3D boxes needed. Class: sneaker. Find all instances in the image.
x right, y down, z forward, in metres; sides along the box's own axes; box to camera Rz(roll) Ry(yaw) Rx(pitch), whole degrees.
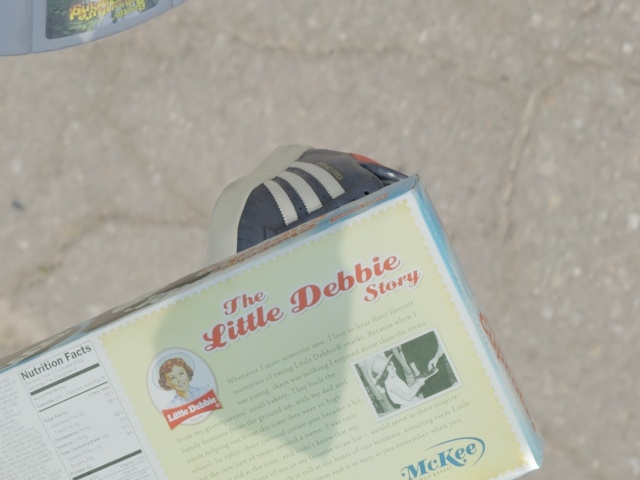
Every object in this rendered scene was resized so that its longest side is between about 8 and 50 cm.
[{"bbox_3d":[0.000,0.000,1.743,0.148,0.350,0.131,7,115,12],"label":"sneaker"}]

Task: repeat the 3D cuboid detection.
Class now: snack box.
[{"bbox_3d":[-0.047,0.109,1.218,0.322,0.060,0.187,-24,98,11],"label":"snack box"}]

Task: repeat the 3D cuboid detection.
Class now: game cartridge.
[{"bbox_3d":[-0.235,-0.298,2.076,0.060,0.294,0.196,51,149,30],"label":"game cartridge"}]
